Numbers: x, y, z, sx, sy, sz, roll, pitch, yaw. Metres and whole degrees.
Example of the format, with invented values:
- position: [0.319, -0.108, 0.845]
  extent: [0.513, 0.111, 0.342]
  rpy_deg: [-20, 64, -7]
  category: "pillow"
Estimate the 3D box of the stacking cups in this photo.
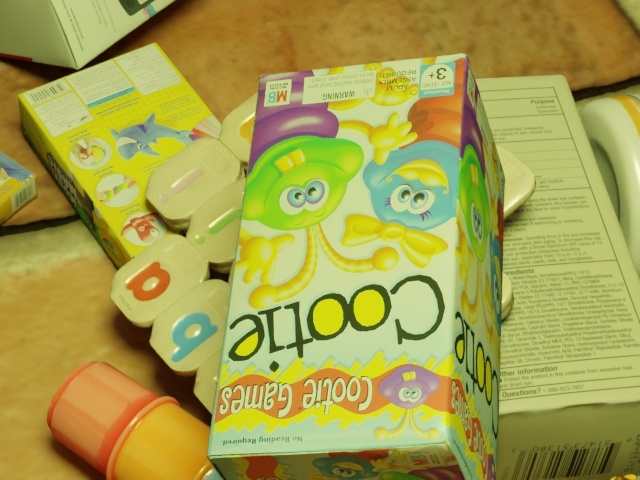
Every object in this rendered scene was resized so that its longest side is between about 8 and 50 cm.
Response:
- position: [-0.042, 0.181, 1.141]
  extent: [0.316, 0.096, 0.096]
  rpy_deg: [33, 54, 25]
  category: "stacking cups"

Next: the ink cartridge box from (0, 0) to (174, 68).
- position: [-0.194, -0.222, 1.448]
  extent: [0.127, 0.072, 0.175]
  rpy_deg: [12, 43, 41]
  category: "ink cartridge box"

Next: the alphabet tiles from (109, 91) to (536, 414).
- position: [0.000, 0.000, 1.218]
  extent: [0.278, 0.021, 0.284]
  rpy_deg: [-38, 53, -10]
  category: "alphabet tiles"

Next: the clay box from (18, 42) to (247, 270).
- position: [-0.129, -0.050, 1.347]
  extent: [0.127, 0.053, 0.222]
  rpy_deg: [-24, 57, -22]
  category: "clay box"

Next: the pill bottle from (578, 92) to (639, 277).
- position: [0.338, -0.047, 1.331]
  extent: [0.272, 0.152, 0.152]
  rpy_deg: [-6, 50, -12]
  category: "pill bottle"

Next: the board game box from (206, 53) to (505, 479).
- position: [0.033, 0.040, 1.074]
  extent: [0.142, 0.144, 0.275]
  rpy_deg: [-5, 55, 16]
  category: "board game box"

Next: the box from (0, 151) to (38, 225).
- position: [-0.298, -0.054, 1.350]
  extent: [0.136, 0.028, 0.081]
  rpy_deg: [33, 54, 19]
  category: "box"

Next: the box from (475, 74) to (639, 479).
- position: [0.141, 0.029, 1.264]
  extent: [0.148, 0.121, 0.311]
  rpy_deg: [-4, 50, -9]
  category: "box"

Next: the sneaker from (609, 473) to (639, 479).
- position: [0.228, 0.183, 1.156]
  extent: [0.215, 0.084, 0.083]
  rpy_deg: [-37, 51, -18]
  category: "sneaker"
